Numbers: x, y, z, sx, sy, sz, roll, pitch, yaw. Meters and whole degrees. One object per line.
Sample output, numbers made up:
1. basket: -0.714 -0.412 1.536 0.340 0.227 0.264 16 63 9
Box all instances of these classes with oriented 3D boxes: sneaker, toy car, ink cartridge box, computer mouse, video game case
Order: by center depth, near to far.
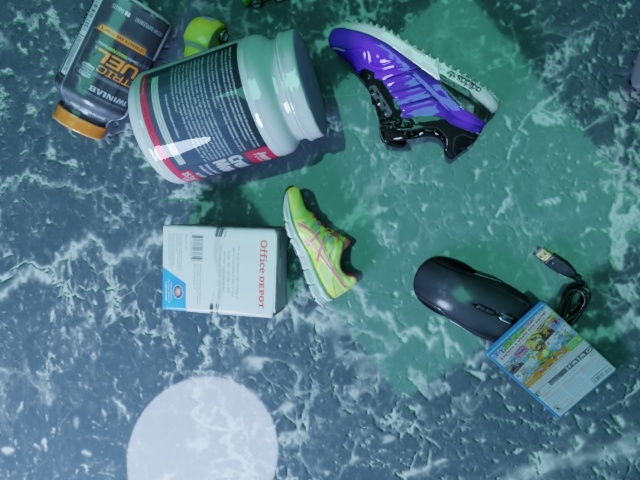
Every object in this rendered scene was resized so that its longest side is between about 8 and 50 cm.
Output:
1. video game case: 0.357 0.186 0.818 0.166 0.015 0.119 41 103 -10
2. sneaker: 0.120 -0.229 0.833 0.293 0.102 0.146 32 99 9
3. computer mouse: 0.291 0.080 0.833 0.262 0.060 0.184 32 99 8
4. sneaker: 0.000 0.000 0.889 0.094 0.081 0.208 -21 95 5
5. toy car: -0.159 -0.430 0.908 0.225 0.053 0.238 -12 90 13
6. ink cartridge box: -0.163 0.048 0.915 0.203 0.086 0.148 3 94 11

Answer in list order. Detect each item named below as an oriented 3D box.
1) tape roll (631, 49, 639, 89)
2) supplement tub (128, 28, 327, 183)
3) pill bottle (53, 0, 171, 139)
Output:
1. tape roll: 0.504 -0.293 0.688 0.072 0.219 0.219 24 97 9
2. supplement tub: -0.143 -0.211 0.844 0.272 0.191 0.191 -14 90 13
3. pill bottle: -0.372 -0.302 0.921 0.130 0.130 0.245 32 99 9
